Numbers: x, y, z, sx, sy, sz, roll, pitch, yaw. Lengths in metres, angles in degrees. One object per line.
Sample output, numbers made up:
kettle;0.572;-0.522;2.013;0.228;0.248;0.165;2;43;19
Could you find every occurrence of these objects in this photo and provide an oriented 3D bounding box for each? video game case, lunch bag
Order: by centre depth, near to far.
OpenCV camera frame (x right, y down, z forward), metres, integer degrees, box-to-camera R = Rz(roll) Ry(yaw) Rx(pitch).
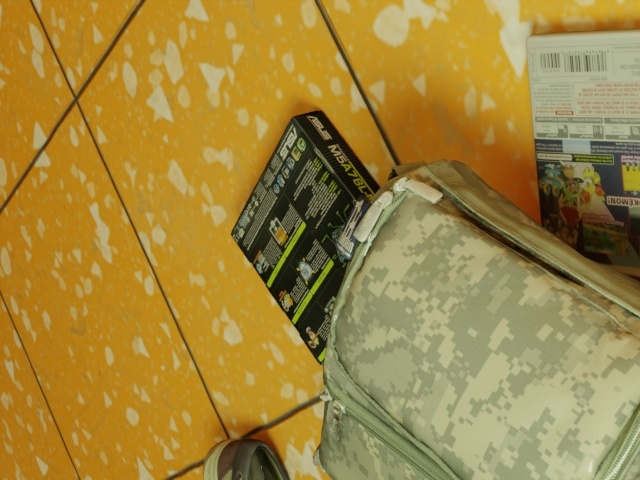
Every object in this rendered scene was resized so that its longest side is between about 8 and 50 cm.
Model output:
video game case;0.239;-0.061;0.795;0.201;0.023;0.184;8;111;48
lunch bag;0.149;0.105;0.815;0.305;0.212;0.256;37;133;38

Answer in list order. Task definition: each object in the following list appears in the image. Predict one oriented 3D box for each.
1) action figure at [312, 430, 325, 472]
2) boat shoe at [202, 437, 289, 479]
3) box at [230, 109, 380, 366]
action figure;0.067;0.243;1.032;0.276;0.141;0.164;46;168;23
boat shoe;-0.056;0.366;1.278;0.092;0.102;0.285;-28;76;57
box;0.000;0.000;1.102;0.184;0.045;0.191;52;138;20
